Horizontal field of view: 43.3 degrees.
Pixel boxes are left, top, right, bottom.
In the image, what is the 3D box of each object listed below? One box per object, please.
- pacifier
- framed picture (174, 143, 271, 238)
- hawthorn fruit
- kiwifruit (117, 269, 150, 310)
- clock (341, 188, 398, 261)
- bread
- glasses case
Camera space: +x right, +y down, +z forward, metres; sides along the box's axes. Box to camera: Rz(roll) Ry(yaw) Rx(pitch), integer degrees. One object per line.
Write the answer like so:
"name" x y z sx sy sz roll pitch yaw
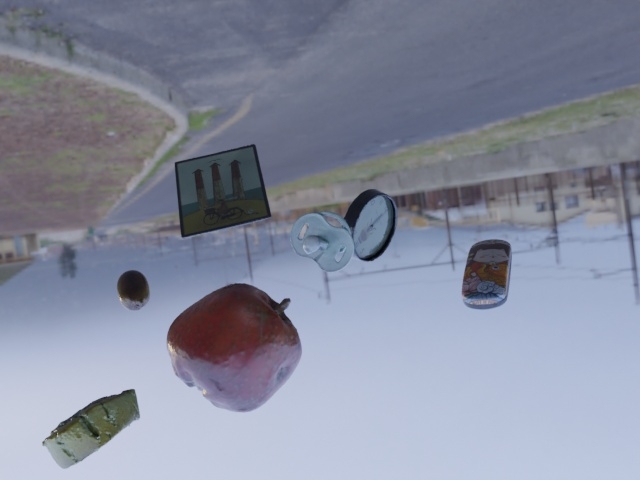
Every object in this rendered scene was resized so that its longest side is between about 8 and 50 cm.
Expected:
"pacifier" 0.000 0.000 1.734 0.150 0.126 0.116 38 -166 13
"framed picture" -0.277 -0.142 2.237 0.244 0.013 0.323 -13 -134 -3
"hawthorn fruit" -0.174 0.220 1.707 0.300 0.275 0.275 -42 178 7
"kiwifruit" -0.446 0.118 1.925 0.075 0.075 0.124 -8 -146 -13
"clock" 0.123 -0.035 1.991 0.040 0.184 0.185 22 -159 37
"bread" -0.330 0.270 1.184 0.118 0.064 0.156 -29 -179 9
"glasses case" 0.471 0.091 2.275 0.122 0.082 0.321 -6 -152 20
